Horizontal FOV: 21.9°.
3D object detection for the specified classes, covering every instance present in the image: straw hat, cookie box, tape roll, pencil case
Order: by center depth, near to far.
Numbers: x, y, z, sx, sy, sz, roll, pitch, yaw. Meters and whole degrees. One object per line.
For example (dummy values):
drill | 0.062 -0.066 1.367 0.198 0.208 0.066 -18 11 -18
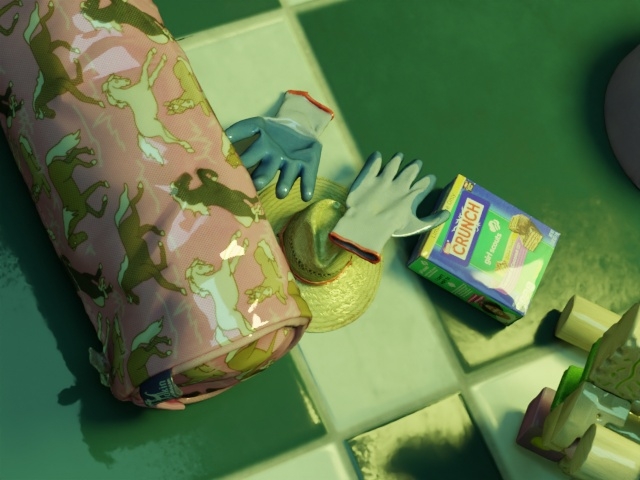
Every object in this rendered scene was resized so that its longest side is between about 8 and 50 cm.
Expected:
pencil case | -0.158 -0.058 1.305 0.167 0.160 0.386 -21 79 -28
straw hat | 0.000 0.000 1.392 0.144 0.061 0.144 7 69 -18
cookie box | 0.142 0.009 1.449 0.107 0.040 0.092 30 65 -6
tape roll | 0.368 -0.120 1.554 0.189 0.080 0.189 6 69 -17

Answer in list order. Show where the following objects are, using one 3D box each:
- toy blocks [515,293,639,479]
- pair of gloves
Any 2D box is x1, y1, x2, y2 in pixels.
toy blocks | 0.311 0.173 1.308 0.260 0.288 0.309 26 61 -2
pair of gloves | 0.015 -0.056 1.395 0.198 0.023 0.159 30 38 4
